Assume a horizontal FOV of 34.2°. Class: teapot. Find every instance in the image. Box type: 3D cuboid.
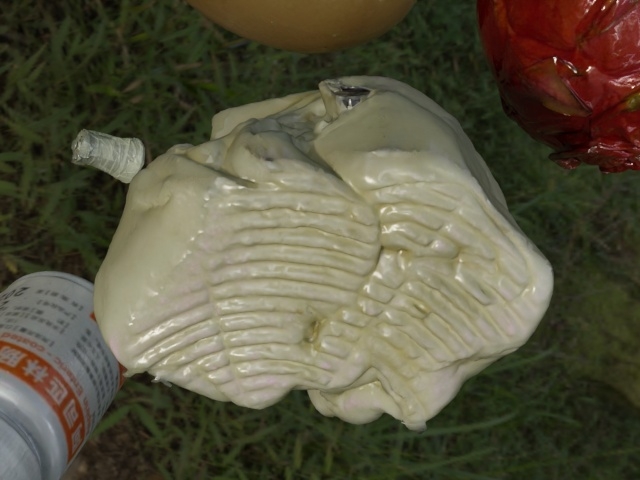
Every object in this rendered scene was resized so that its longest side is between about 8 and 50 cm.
[{"bbox_3d":[-0.261,-0.108,1.254,0.083,0.057,0.067,13,37,-38],"label":"teapot"}]

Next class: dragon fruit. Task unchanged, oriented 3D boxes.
[{"bbox_3d":[0.282,-0.214,0.989,0.277,0.277,0.342,-34,105,-33],"label":"dragon fruit"}]

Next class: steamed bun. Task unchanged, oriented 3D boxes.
[{"bbox_3d":[0.000,0.000,0.800,0.320,0.206,0.275,12,119,-13],"label":"steamed bun"}]

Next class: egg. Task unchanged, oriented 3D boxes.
[{"bbox_3d":[-0.042,-0.392,1.286,0.374,0.301,0.301,25,74,-17],"label":"egg"}]

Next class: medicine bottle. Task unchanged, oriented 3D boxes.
[{"bbox_3d":[-0.392,0.211,1.297,0.211,0.211,0.371,62,24,-20],"label":"medicine bottle"}]
